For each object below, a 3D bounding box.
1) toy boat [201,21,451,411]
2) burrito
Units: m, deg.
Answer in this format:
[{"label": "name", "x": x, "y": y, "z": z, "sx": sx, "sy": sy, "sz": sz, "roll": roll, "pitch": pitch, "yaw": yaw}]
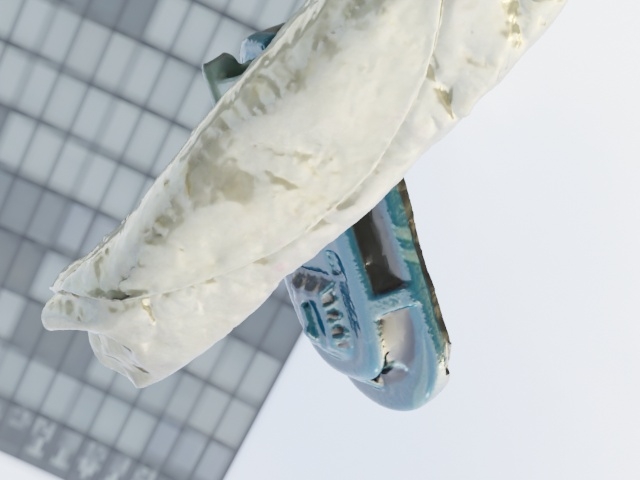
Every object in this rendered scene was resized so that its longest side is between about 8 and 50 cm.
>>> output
[{"label": "toy boat", "x": 0.000, "y": 0.000, "z": 1.355, "sx": 0.092, "sy": 0.299, "sz": 0.134, "roll": -30, "pitch": -155, "yaw": -31}, {"label": "burrito", "x": -0.005, "y": -0.044, "z": 0.695, "sx": 0.082, "sy": 0.275, "sz": 0.059, "roll": 35, "pitch": -156, "yaw": -28}]
